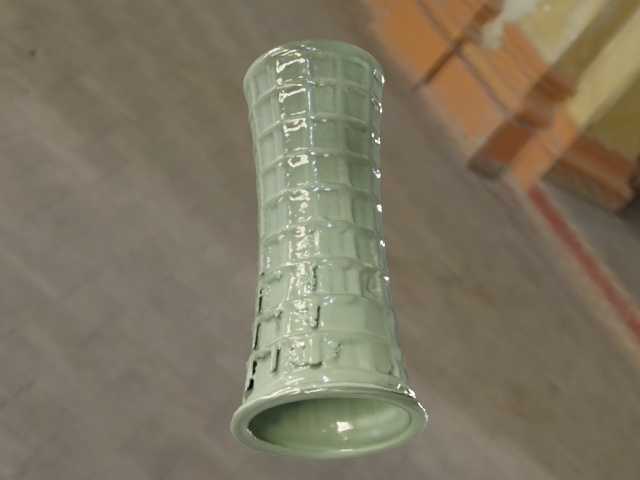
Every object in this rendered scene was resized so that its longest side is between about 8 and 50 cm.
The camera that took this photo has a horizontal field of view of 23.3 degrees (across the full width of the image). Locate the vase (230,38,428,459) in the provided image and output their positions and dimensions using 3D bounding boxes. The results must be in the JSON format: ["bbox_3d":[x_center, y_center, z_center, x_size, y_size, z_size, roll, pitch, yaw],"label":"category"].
[{"bbox_3d":[0.000,0.000,1.164,0.143,0.143,0.299,23,54,-42],"label":"vase"}]
